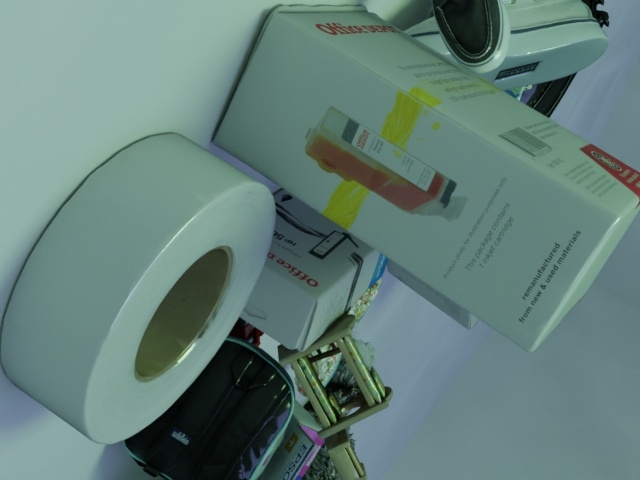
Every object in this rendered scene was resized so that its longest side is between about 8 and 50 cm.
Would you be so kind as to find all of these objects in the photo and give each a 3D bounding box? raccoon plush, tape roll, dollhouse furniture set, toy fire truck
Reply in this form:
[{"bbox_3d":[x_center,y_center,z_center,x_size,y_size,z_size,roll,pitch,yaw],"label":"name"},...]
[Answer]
[{"bbox_3d":[0.060,0.434,2.092,0.446,0.299,0.216,-59,164,1],"label":"raccoon plush"},{"bbox_3d":[-0.162,0.046,1.063,0.286,0.100,0.286,-52,163,-23],"label":"tape roll"},{"bbox_3d":[0.031,0.177,1.405,0.101,0.181,0.161,-26,-167,2],"label":"dollhouse furniture set"},{"bbox_3d":[-0.076,0.080,1.487,0.135,0.047,0.192,-52,162,-24],"label":"toy fire truck"}]

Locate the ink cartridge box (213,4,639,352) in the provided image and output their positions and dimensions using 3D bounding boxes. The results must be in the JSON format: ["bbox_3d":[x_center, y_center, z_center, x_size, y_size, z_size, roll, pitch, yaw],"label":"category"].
[{"bbox_3d":[0.125,-0.081,1.185,0.160,0.385,0.279,-61,165,21],"label":"ink cartridge box"}]

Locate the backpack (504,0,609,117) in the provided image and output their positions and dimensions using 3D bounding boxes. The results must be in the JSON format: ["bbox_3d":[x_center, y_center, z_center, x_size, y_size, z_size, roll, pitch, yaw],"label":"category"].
[{"bbox_3d":[0.291,-0.266,1.696,0.253,0.191,0.225,-66,162,0],"label":"backpack"}]

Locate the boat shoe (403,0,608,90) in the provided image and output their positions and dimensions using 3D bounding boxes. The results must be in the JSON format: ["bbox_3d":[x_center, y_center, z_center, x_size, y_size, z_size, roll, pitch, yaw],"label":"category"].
[{"bbox_3d":[0.195,-0.281,1.475,0.367,0.156,0.136,-14,158,-23],"label":"boat shoe"}]

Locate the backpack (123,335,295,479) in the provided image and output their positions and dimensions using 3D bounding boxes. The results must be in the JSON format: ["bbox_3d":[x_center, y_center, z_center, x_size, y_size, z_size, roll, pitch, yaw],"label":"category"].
[{"bbox_3d":[-0.120,0.208,1.376,0.188,0.166,0.144,-57,174,5],"label":"backpack"}]

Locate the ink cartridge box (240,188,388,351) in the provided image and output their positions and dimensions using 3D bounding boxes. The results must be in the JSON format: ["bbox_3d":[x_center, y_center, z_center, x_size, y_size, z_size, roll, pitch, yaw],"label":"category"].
[{"bbox_3d":[-0.022,0.022,1.353,0.203,0.148,0.085,-40,155,-51],"label":"ink cartridge box"}]

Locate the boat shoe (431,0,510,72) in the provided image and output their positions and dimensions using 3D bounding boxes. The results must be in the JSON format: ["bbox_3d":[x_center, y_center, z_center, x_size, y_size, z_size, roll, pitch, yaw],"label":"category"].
[{"bbox_3d":[0.146,-0.295,1.238,0.076,0.080,0.228,16,63,-61],"label":"boat shoe"}]

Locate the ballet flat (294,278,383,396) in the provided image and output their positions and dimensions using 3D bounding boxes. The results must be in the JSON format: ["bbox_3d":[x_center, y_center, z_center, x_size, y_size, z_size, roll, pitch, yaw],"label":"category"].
[{"bbox_3d":[0.011,0.134,1.831,0.077,0.091,0.241,33,83,-44],"label":"ballet flat"}]

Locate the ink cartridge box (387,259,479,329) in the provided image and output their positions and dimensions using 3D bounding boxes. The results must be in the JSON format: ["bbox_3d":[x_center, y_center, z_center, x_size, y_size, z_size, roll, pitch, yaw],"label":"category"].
[{"bbox_3d":[0.241,-0.011,1.970,0.198,0.197,0.270,-50,160,-14],"label":"ink cartridge box"}]

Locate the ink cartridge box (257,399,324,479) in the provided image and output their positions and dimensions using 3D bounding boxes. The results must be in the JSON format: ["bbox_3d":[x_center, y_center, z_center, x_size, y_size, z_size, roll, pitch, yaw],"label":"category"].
[{"bbox_3d":[-0.118,0.354,1.500,0.324,0.071,0.330,-58,-156,1],"label":"ink cartridge box"}]
